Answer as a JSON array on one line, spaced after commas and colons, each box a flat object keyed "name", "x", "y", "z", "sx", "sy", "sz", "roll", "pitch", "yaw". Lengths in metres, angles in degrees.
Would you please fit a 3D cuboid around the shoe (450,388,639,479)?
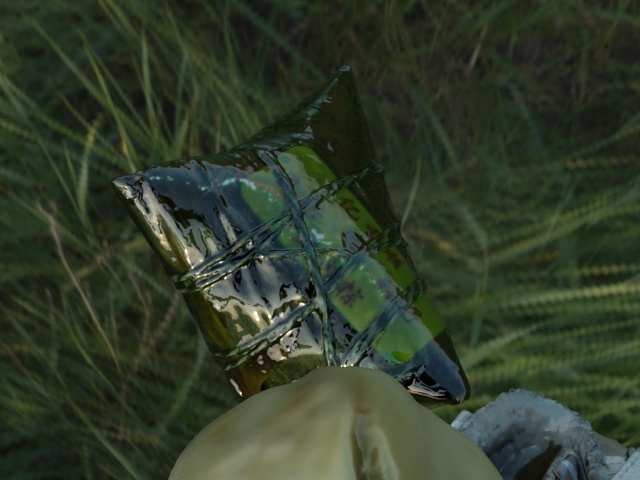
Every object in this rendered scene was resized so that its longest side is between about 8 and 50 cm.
[{"name": "shoe", "x": 0.229, "y": 0.247, "z": 1.376, "sx": 0.351, "sy": 0.198, "sz": 0.172, "roll": 17, "pitch": 57, "yaw": 39}]

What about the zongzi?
[{"name": "zongzi", "x": 0.000, "y": 0.000, "z": 1.887, "sx": 0.383, "sy": 0.319, "sz": 0.362, "roll": 55, "pitch": 47, "yaw": -14}]

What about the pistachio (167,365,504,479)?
[{"name": "pistachio", "x": 0.011, "y": 0.224, "z": 1.036, "sx": 0.229, "sy": 0.238, "sz": 0.321, "roll": 5, "pitch": 64, "yaw": -4}]
